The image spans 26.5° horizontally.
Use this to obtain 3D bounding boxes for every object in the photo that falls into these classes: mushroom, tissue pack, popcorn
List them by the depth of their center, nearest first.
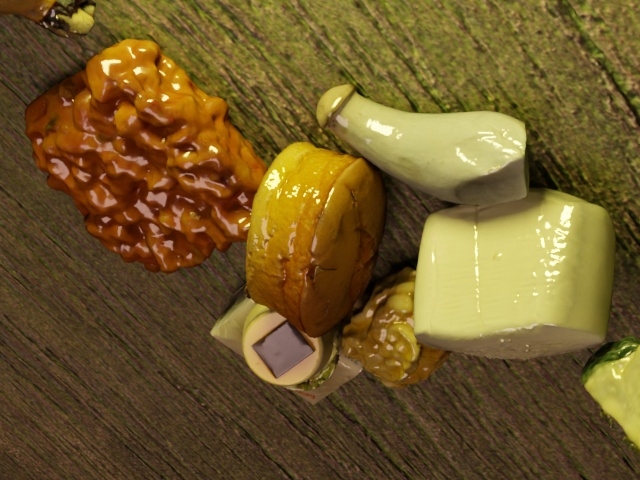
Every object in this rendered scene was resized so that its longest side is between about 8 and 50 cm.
[{"bbox_3d":[0.121,-0.109,1.592,0.270,0.103,0.118,14,140,24],"label":"mushroom"},{"bbox_3d":[0.110,0.126,1.830,0.194,0.140,0.163,-21,116,45],"label":"popcorn"},{"bbox_3d":[-0.040,0.134,1.954,0.196,0.092,0.148,36,139,-10],"label":"tissue pack"}]

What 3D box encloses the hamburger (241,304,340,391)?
[{"bbox_3d":[-0.039,0.139,1.842,0.141,0.081,0.126,36,109,2],"label":"hamburger"}]

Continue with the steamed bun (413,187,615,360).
[{"bbox_3d":[0.237,0.044,1.624,0.250,0.200,0.155,-5,162,35],"label":"steamed bun"}]

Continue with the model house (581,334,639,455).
[{"bbox_3d":[0.491,0.114,1.520,0.261,0.321,0.266,50,130,32],"label":"model house"}]

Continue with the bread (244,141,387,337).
[{"bbox_3d":[0.000,0.000,1.706,0.143,0.195,0.269,23,141,20],"label":"bread"}]

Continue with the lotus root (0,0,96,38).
[{"bbox_3d":[-0.385,-0.344,1.567,0.183,0.183,0.310,-15,131,40],"label":"lotus root"}]

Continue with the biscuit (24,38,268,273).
[{"bbox_3d":[-0.231,-0.100,1.789,0.318,0.110,0.312,45,139,-21],"label":"biscuit"}]
